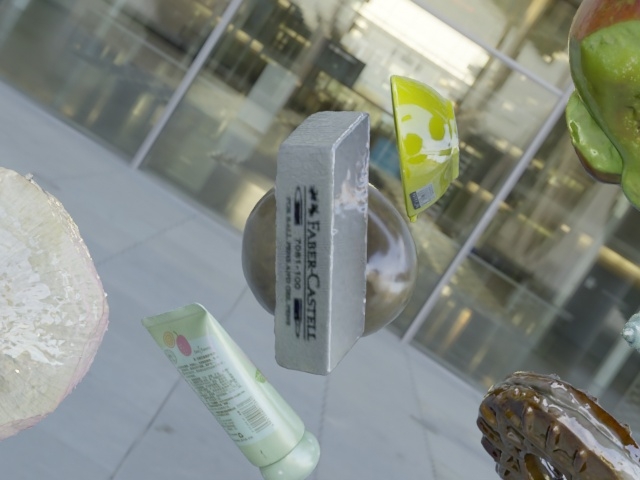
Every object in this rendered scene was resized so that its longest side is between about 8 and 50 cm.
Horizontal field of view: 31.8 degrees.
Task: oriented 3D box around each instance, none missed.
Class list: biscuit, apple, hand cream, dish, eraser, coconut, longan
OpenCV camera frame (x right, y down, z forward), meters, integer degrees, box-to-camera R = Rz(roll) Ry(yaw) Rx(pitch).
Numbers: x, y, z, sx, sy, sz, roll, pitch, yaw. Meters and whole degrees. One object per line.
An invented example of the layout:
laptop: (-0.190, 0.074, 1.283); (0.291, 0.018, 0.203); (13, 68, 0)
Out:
biscuit: (0.370, 0.335, 1.653); (0.332, 0.103, 0.332); (43, -24, 24)
apple: (0.461, -0.175, 1.344); (0.383, 0.375, 0.374); (11, 11, -14)
hand cream: (-0.118, 0.212, 1.546); (0.147, 0.093, 0.306); (-17, -63, 47)
dish: (0.189, -0.166, 1.983); (0.262, 0.108, 0.221); (76, 8, -57)
eraser: (-0.001, 0.000, 1.522); (0.077, 0.353, 0.111); (-2, 6, -43)
coconut: (-0.472, 0.082, 1.448); (0.404, 0.405, 0.404); (33, 5, -4)
longan: (0.019, 0.031, 2.244); (0.361, 0.361, 0.361); (33, 5, -4)

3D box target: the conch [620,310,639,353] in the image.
conch: (0.560, 0.102, 1.469); (0.197, 0.250, 0.368); (36, 34, 32)
